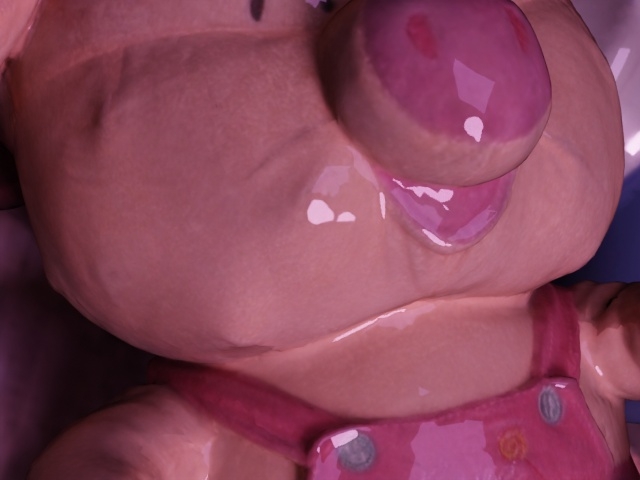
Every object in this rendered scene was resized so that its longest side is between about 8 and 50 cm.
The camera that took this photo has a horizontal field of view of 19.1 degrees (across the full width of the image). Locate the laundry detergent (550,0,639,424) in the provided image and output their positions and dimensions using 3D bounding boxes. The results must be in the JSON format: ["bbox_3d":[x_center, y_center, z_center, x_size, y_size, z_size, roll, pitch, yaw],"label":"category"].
[{"bbox_3d":[0.146,0.018,0.597,0.290,0.094,0.143,37,67,-25],"label":"laundry detergent"}]

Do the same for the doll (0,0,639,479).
[{"bbox_3d":[0.003,-0.001,0.444,0.196,0.152,0.256,-9,85,-52],"label":"doll"}]
